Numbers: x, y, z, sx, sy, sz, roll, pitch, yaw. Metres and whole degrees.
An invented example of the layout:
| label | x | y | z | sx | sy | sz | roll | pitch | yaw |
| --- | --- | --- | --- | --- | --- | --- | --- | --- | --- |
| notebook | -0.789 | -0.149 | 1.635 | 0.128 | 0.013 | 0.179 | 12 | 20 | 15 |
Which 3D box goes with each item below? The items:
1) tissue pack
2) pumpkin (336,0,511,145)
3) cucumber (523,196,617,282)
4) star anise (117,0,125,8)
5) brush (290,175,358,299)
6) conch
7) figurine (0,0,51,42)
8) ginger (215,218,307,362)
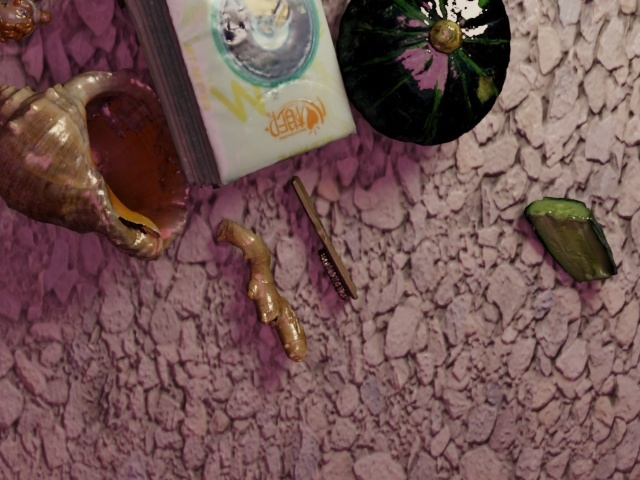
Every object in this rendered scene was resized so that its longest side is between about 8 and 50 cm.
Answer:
| label | x | y | z | sx | sy | sz | roll | pitch | yaw |
| --- | --- | --- | --- | --- | --- | --- | --- | --- | --- |
| tissue pack | -0.130 | -0.311 | 1.513 | 0.287 | 0.162 | 0.388 | -24 | 106 | -28 |
| pumpkin | 0.179 | -0.318 | 1.569 | 0.315 | 0.238 | 0.315 | -1 | 97 | -7 |
| cucumber | 0.482 | -0.010 | 1.763 | 0.115 | 0.086 | 0.193 | -21 | 110 | 39 |
| star anise | -0.336 | -0.479 | 1.526 | 0.234 | 0.073 | 0.177 | 22 | 86 | -7 |
| brush | 0.000 | 0.000 | 1.688 | 0.036 | 0.043 | 0.248 | -27 | 103 | 2 |
| conch | -0.374 | -0.128 | 1.519 | 0.297 | 0.210 | 0.352 | -48 | 124 | -23 |
| figurine | -0.486 | -0.393 | 1.517 | 0.101 | 0.068 | 0.143 | 3 | 87 | -15 |
| ginger | -0.101 | 0.089 | 1.670 | 0.089 | 0.075 | 0.288 | -41 | 107 | -45 |
